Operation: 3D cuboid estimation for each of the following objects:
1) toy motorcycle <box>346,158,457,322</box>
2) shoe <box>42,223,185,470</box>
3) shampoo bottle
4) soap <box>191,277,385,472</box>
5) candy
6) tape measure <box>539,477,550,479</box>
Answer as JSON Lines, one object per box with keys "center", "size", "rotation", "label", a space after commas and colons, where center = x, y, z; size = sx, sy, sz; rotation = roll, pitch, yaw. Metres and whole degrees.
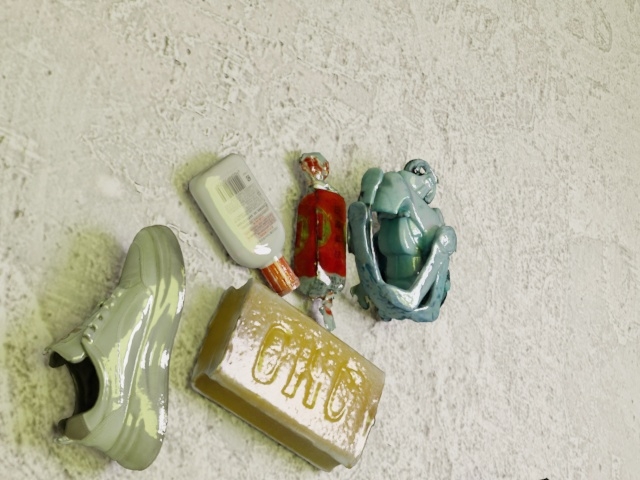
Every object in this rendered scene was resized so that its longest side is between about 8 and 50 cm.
{"center": [0.130, 0.002, 1.608], "size": [0.206, 0.154, 0.260], "rotation": [-10, 94, -43], "label": "toy motorcycle"}
{"center": [-0.269, 0.125, 1.259], "size": [0.159, 0.124, 0.316], "rotation": [11, 69, -31], "label": "shoe"}
{"center": [-0.104, -0.017, 1.485], "size": [0.108, 0.051, 0.221], "rotation": [-40, 103, -41], "label": "shampoo bottle"}
{"center": [-0.042, 0.196, 1.446], "size": [0.274, 0.089, 0.174], "rotation": [37, 56, -25], "label": "soap"}
{"center": [0.000, 0.000, 1.563], "size": [0.086, 0.059, 0.292], "rotation": [15, 68, -40], "label": "candy"}
{"center": [0.368, 0.487, 1.625], "size": [0.223, 0.202, 0.135], "rotation": [38, 55, -7], "label": "tape measure"}
